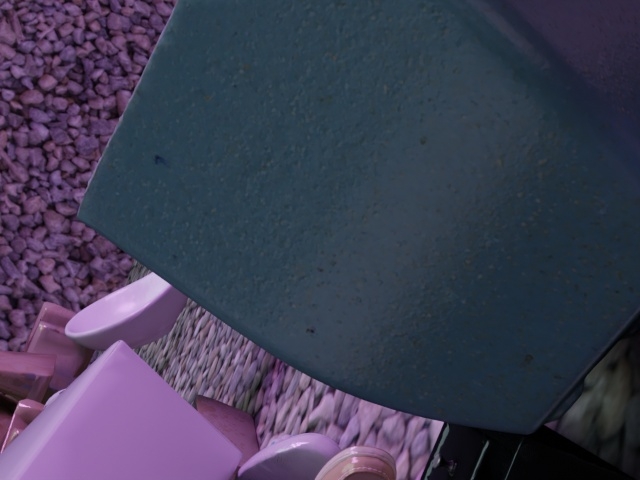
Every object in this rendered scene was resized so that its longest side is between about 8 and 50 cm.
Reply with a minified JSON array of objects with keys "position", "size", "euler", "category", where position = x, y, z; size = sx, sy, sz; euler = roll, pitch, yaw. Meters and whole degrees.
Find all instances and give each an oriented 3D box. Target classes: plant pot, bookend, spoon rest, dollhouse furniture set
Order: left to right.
[{"position":[-0.294,0.248,1.403],"size":[0.257,0.394,0.362],"euler":[-65,13,11],"category":"dollhouse furniture set"},{"position":[-0.144,0.045,1.460],"size":[0.137,0.276,0.084],"euler":[-139,31,-75],"category":"spoon rest"},{"position":[0.079,-0.053,0.695],"size":[0.247,0.252,0.248],"euler":[-33,-19,-52],"category":"plant pot"},{"position":[0.085,0.172,0.745],"size":[0.156,0.072,0.157],"euler":[-67,13,1],"category":"bookend"}]

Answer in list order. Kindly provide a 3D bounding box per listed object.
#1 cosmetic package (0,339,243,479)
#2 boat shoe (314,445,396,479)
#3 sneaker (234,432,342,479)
[{"position":[-0.215,0.255,1.010],"size":[0.197,0.155,0.365],"euler":[-43,7,27],"category":"cosmetic package"},{"position":[0.013,0.222,0.984],"size":[0.059,0.063,0.170],"euler":[-91,18,-54],"category":"boat shoe"},{"position":[-0.032,0.199,1.173],"size":[0.212,0.080,0.094],"euler":[-52,8,51],"category":"sneaker"}]
